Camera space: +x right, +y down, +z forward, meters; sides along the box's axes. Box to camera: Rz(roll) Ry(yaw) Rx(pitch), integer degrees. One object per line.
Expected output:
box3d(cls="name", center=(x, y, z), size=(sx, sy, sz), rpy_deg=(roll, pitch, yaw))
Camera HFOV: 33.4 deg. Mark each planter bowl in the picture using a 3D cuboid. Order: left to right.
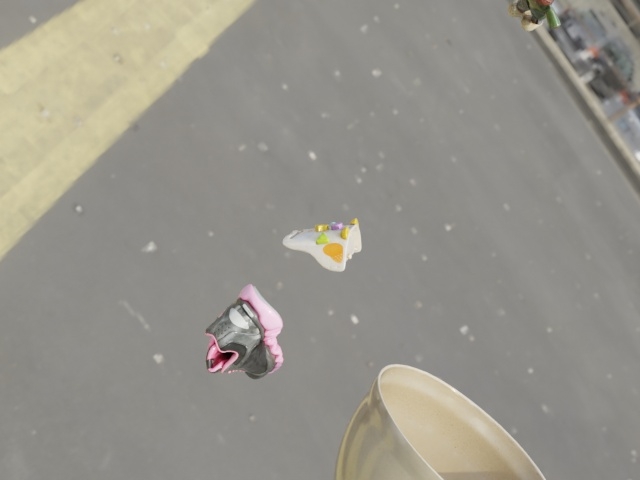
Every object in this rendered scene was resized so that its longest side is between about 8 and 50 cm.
box3d(cls="planter bowl", center=(0.073, 0.182, 0.752), size=(0.162, 0.109, 0.162), rpy_deg=(34, 17, -12))

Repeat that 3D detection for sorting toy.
box3d(cls="sorting toy", center=(0.000, 0.000, 1.172), size=(0.083, 0.075, 0.045), rpy_deg=(-44, 137, -70))

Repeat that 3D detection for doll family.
box3d(cls="doll family", center=(0.188, -0.296, 1.038), size=(0.193, 0.076, 0.111), rpy_deg=(49, -1, 3))

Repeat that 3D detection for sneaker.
box3d(cls="sneaker", center=(-0.059, 0.076, 0.759), size=(0.047, 0.057, 0.119), rpy_deg=(43, -20, 19))
